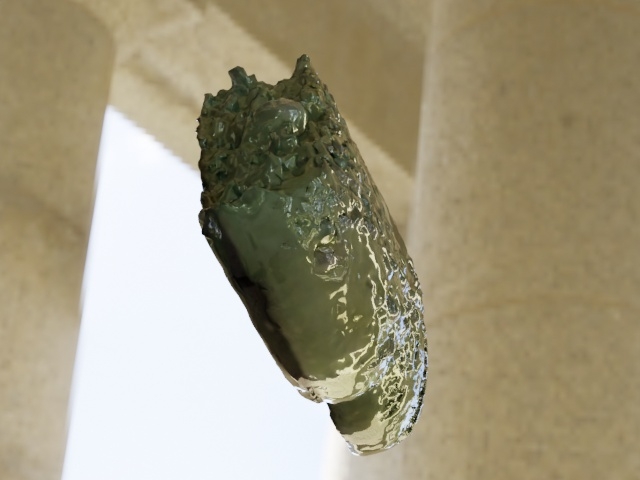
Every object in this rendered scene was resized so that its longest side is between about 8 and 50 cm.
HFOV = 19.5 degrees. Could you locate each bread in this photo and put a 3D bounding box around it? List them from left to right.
[{"bbox_3d":[0.000,0.000,0.803,0.064,0.172,0.232,-22,-23,4],"label":"bread"}]
